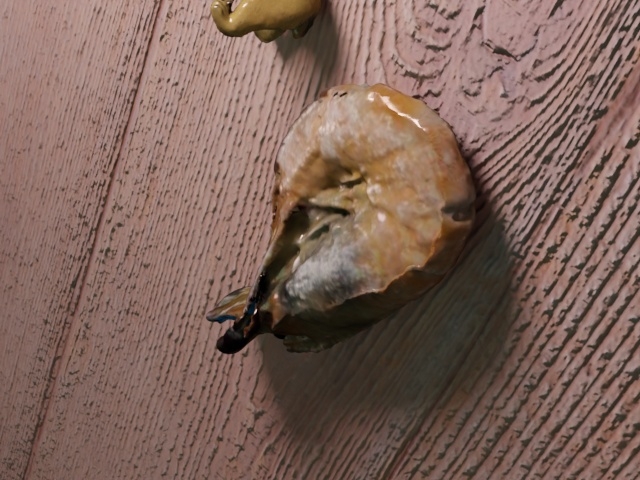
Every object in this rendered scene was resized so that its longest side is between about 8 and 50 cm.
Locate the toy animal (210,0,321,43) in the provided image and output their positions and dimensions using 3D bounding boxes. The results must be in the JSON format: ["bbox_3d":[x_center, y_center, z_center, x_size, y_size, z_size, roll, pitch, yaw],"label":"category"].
[{"bbox_3d":[-0.052,-0.284,1.484,0.101,0.103,0.219,-1,113,26],"label":"toy animal"}]

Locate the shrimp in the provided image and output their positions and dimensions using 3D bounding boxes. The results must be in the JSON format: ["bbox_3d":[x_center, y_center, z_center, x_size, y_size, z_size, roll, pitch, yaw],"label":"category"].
[{"bbox_3d":[0.000,0.000,1.603,0.221,0.110,0.445,57,138,10],"label":"shrimp"}]
